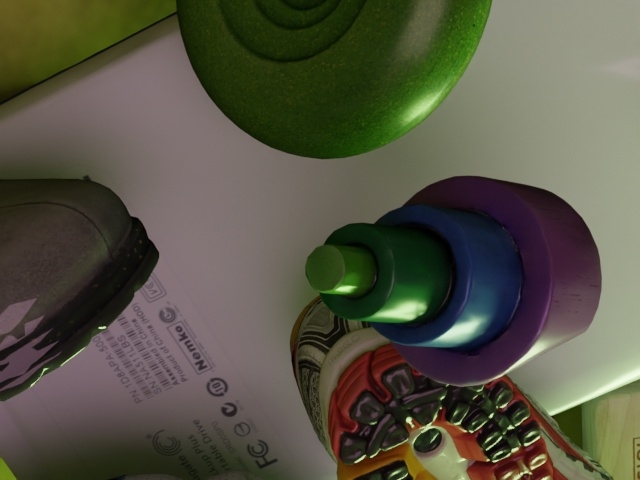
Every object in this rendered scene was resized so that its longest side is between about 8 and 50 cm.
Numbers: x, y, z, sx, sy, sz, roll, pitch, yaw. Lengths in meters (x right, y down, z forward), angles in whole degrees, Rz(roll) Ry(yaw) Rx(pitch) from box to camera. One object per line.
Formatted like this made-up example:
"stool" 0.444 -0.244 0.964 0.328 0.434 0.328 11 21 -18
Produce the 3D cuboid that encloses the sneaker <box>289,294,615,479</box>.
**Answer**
"sneaker" 0.067 0.091 0.740 0.088 0.093 0.225 -38 128 0

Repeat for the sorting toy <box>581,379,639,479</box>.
"sorting toy" 0.242 0.154 0.913 0.255 0.089 0.257 -7 111 -7

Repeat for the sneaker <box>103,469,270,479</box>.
"sneaker" -0.043 0.212 0.804 0.236 0.130 0.323 -14 137 9

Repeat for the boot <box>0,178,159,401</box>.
"boot" -0.238 -0.040 0.678 0.338 0.118 0.223 -7 116 23

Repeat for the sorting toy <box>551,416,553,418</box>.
"sorting toy" -0.009 0.110 0.875 0.274 0.046 0.132 0 110 -11

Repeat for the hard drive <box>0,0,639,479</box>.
"hard drive" 0.000 0.000 0.760 0.318 0.040 0.210 -25 112 16

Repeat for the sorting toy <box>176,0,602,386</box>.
"sorting toy" -0.037 -0.115 0.630 0.127 0.366 0.126 -38 156 27
